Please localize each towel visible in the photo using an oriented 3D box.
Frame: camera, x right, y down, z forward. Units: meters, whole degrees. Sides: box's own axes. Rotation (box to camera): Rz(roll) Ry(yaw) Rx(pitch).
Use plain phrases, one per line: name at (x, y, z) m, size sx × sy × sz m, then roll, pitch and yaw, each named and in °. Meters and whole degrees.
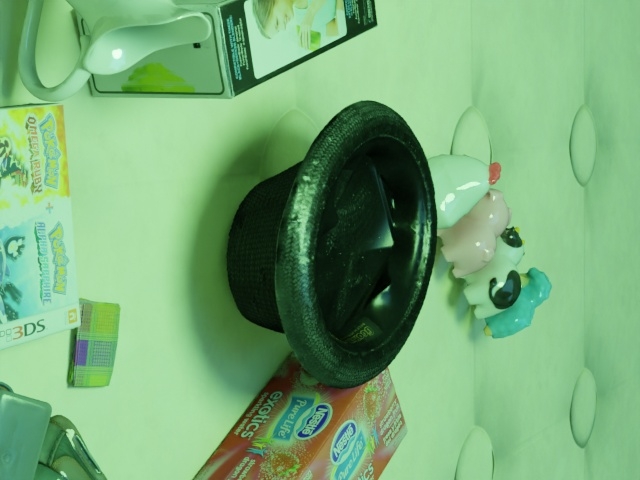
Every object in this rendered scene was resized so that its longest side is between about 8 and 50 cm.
towel at (-0.215, 0.098, 1.197) m, size 0.060 × 0.009 × 0.083 m, roll 10°, pitch 84°, yaw -59°

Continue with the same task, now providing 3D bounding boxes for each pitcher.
pitcher at (-0.207, -0.237, 1.077) m, size 0.207 × 0.177 × 0.125 m, roll 68°, pitch 15°, yaw 12°

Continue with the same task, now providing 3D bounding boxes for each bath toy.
bath toy at (0.237, -0.008, 1.821) m, size 0.348 × 0.129 × 0.151 m, roll 56°, pitch 13°, yaw -45°

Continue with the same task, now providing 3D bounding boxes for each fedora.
fedora at (0.000, 0.000, 1.405) m, size 0.334 × 0.152 × 0.334 m, roll -6°, pitch 97°, yaw -59°

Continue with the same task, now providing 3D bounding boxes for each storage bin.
storage bin at (-0.271, 0.178, 1.018) m, size 0.098 × 0.091 × 0.135 m, roll 26°, pitch 71°, yaw -42°

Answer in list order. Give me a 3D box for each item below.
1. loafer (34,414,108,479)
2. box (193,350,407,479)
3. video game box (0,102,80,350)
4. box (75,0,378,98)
loafer at (-0.194, 0.270, 1.170) m, size 0.268 × 0.096 × 0.084 m, roll 62°, pitch 37°, yaw -37°
box at (-0.019, 0.246, 1.416) m, size 0.257 × 0.128 × 0.123 m, roll -50°, pitch 132°, yaw -44°
video game box at (-0.283, -0.008, 1.045) m, size 0.187 × 0.048 × 0.205 m, roll -18°, pitch 108°, yaw -59°
box at (-0.084, -0.220, 1.245) m, size 0.290 × 0.169 × 0.087 m, roll -37°, pitch 125°, yaw -54°
